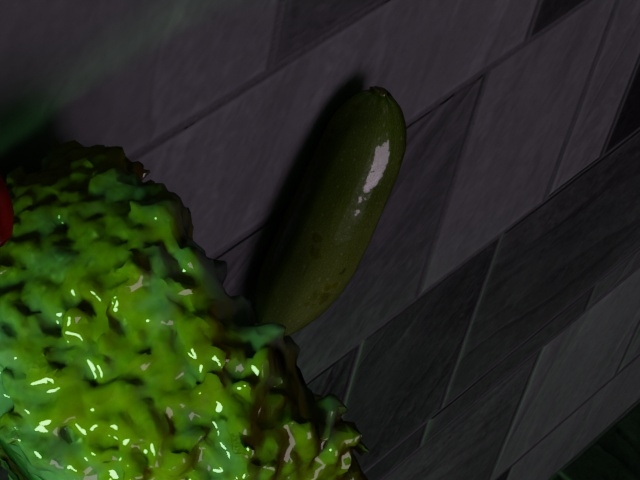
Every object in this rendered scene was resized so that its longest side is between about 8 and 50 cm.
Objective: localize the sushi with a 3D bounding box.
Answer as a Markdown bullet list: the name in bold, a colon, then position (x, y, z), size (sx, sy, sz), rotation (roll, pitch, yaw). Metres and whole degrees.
- **sushi**: position (-0.148, 0.120, 1.471), size (0.240, 0.351, 0.396), rotation (-36, 155, -12)

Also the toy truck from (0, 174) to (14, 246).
- **toy truck**: position (-0.304, 0.036, 1.140), size (0.189, 0.265, 0.239), rotation (-33, 143, -34)

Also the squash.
- **squash**: position (0.000, 0.000, 1.898), size (0.094, 0.094, 0.341), rotation (-22, 146, -50)
